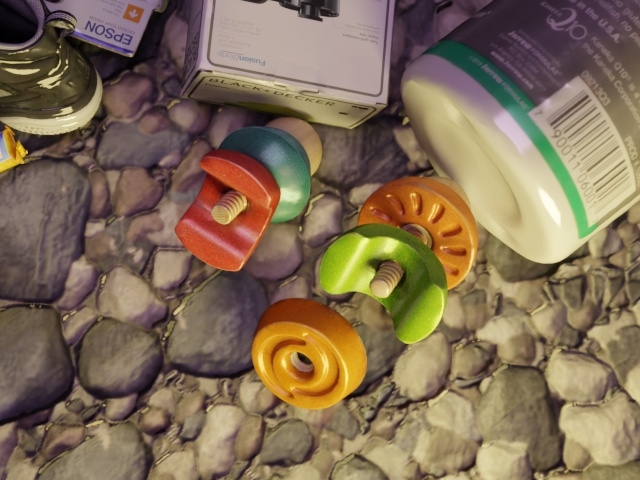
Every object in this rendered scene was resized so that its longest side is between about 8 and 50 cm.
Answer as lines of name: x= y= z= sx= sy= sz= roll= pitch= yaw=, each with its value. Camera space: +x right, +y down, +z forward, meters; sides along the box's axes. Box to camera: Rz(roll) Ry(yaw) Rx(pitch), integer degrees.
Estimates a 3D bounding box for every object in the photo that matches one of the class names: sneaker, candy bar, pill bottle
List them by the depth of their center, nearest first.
sneaker: x=-0.320 y=-0.170 z=0.864 sx=0.268 sy=0.153 sz=0.101 roll=7 pitch=64 yaw=-2
pill bottle: x=0.263 y=-0.163 z=0.865 sx=0.361 sy=0.204 sz=0.204 roll=-37 pitch=84 yaw=-8
candy bar: x=-0.337 y=-0.054 z=0.920 sx=0.161 sy=0.018 sz=0.040 roll=-26 pitch=82 yaw=-5

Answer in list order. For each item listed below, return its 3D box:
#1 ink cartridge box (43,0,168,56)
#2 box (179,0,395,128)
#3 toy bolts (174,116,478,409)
ink cartridge box: x=-0.229 y=-0.294 z=0.948 sx=0.223 sy=0.045 sz=0.224 roll=21 pitch=80 yaw=0
box: x=-0.022 y=-0.257 z=0.908 sx=0.169 sy=0.087 sz=0.290 roll=7 pitch=80 yaw=-18
toy bolts: x=0.000 y=0.000 z=0.885 sx=0.228 sy=0.218 sz=0.158 roll=36 pitch=38 yaw=3
